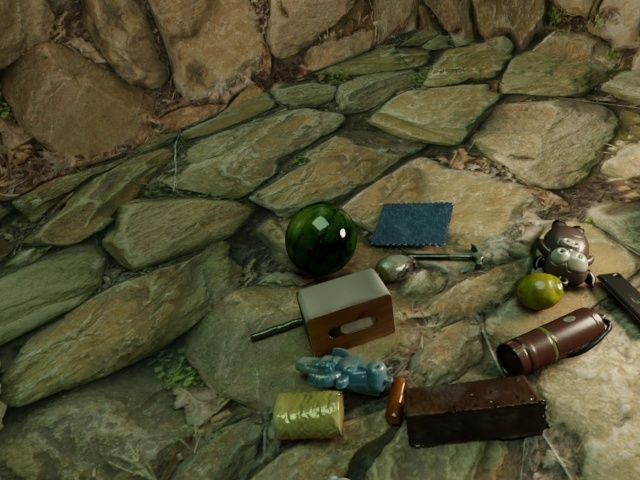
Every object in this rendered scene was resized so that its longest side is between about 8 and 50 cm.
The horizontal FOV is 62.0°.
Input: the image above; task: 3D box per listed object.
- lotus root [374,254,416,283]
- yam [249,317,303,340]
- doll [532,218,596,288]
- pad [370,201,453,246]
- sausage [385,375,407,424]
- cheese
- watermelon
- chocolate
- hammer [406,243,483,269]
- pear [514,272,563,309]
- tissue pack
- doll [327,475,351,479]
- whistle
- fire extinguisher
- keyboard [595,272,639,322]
[{"bbox_3d":[0.242,0.086,1.695,0.165,0.088,0.088,-19,37,-27],"label":"lotus root"},{"bbox_3d":[-0.099,0.256,1.600,0.234,0.029,0.027,-16,64,-9],"label":"yam"},{"bbox_3d":[0.737,0.042,1.596,0.181,0.117,0.257,19,41,15],"label":"doll"},{"bbox_3d":[0.329,-0.061,1.900,0.268,0.012,0.270,-1,37,21],"label":"pad"},{"bbox_3d":[0.191,0.396,1.331,0.039,0.041,0.131,-17,31,30],"label":"sausage"},{"bbox_3d":[-0.027,0.424,1.303,0.167,0.094,0.123,-4,39,8],"label":"cheese"},{"bbox_3d":[0.002,-0.004,1.740,0.242,0.243,0.242,-7,37,5],"label":"watermelon"},{"bbox_3d":[0.357,0.395,1.250,0.320,0.112,0.112,-8,27,5],"label":"chocolate"},{"bbox_3d":[0.405,0.049,1.744,0.246,0.029,0.103,1,39,18],"label":"hammer"},{"bbox_3d":[0.617,0.145,1.507,0.131,0.107,0.107,-16,35,17],"label":"pear"},{"bbox_3d":[0.070,0.204,1.517,0.245,0.160,0.136,-18,36,-8],"label":"tissue pack"},{"bbox_3d":[-0.039,0.564,1.091,0.287,0.151,0.151,-13,37,-8],"label":"doll"},{"bbox_3d":[0.060,0.342,1.392,0.268,0.093,0.180,7,16,22],"label":"whistle"},{"bbox_3d":[0.609,0.251,1.370,0.341,0.105,0.141,-17,8,-20],"label":"fire extinguisher"},{"bbox_3d":[0.863,0.167,1.469,0.093,0.025,0.230,-4,36,-10],"label":"keyboard"}]
